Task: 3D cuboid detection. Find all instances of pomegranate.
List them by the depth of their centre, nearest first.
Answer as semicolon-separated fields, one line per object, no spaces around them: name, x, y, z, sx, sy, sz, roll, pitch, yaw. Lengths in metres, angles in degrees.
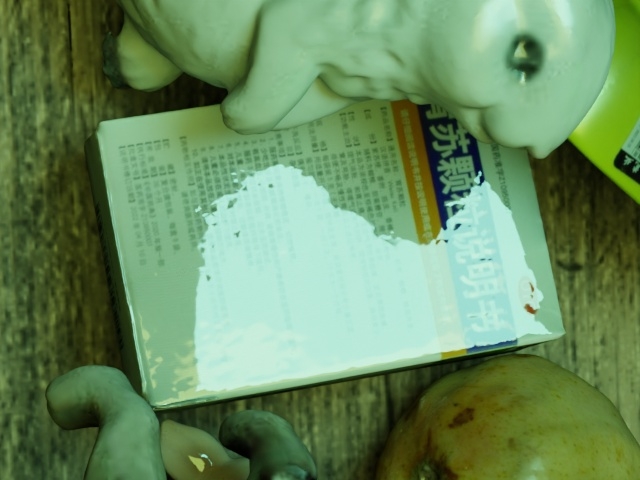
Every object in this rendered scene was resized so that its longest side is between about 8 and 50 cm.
pomegranate;0.136;0.183;1.359;0.207;0.207;0.207;0;92;-13

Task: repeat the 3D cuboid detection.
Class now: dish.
dish;0.222;-0.111;1.356;0.262;0.221;0.108;41;105;-20

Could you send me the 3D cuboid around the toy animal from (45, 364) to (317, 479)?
toy animal;-0.165;0.267;1.185;0.344;0.302;0.194;-33;138;21

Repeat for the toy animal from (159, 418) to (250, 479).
toy animal;-0.071;0.267;1.343;0.166;0.154;0.250;19;85;-4

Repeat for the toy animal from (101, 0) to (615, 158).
toy animal;0.022;-0.177;1.250;0.357;0.194;0.258;9;68;22

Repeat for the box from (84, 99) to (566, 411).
box;0.000;0.000;1.358;0.299;0.106;0.200;-9;83;-13
